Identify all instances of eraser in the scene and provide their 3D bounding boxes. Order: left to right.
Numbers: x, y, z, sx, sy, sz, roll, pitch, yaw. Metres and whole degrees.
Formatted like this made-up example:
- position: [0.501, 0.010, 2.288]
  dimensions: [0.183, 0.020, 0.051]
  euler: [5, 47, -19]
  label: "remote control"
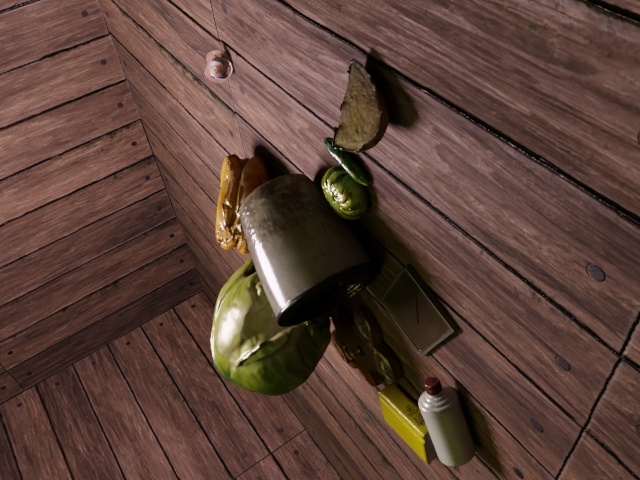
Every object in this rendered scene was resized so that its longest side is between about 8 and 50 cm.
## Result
- position: [0.272, 0.550, 1.812]
  dimensions: [0.226, 0.069, 0.158]
  euler: [39, 151, 45]
  label: "eraser"

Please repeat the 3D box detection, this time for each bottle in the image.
- position: [0.317, 0.453, 1.528]
  dimensions: [0.104, 0.104, 0.245]
  euler: [20, 136, 61]
  label: "bottle"

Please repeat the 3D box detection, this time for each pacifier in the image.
- position: [-0.293, -0.511, 1.745]
  dimensions: [0.078, 0.081, 0.099]
  euler: [-94, 18, -55]
  label: "pacifier"

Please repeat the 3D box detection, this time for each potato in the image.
- position: [0.097, -0.253, 1.156]
  dimensions: [0.100, 0.089, 0.172]
  euler: [20, 107, 32]
  label: "potato"

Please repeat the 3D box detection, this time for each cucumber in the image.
- position: [0.055, -0.189, 1.371]
  dimensions: [0.168, 0.039, 0.039]
  euler: [50, 158, 17]
  label: "cucumber"

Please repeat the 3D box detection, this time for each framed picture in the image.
- position: [0.232, 0.182, 1.474]
  dimensions: [0.189, 0.023, 0.260]
  euler: [54, 159, 16]
  label: "framed picture"

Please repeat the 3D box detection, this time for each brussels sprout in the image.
- position: [-0.171, 0.275, 1.826]
  dimensions: [0.342, 0.361, 0.425]
  euler: [39, -167, -24]
  label: "brussels sprout"

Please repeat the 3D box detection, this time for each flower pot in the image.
- position: [-0.054, 0.018, 1.564]
  dimensions: [0.330, 0.293, 0.294]
  euler: [59, 161, 19]
  label: "flower pot"

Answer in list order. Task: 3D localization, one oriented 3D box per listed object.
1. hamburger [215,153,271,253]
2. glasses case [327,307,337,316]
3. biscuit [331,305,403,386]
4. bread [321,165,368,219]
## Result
- position: [-0.239, -0.110, 1.872]
  dimensions: [0.290, 0.170, 0.314]
  euler: [102, 171, -59]
  label: "hamburger"
- position: [0.004, 0.198, 1.964]
  dimensions: [0.184, 0.039, 0.078]
  euler: [-170, 79, -68]
  label: "glasses case"
- position: [0.115, 0.353, 1.926]
  dimensions: [0.283, 0.064, 0.432]
  euler: [61, 160, 0]
  label: "biscuit"
- position: [0.054, -0.112, 1.434]
  dimensions: [0.139, 0.071, 0.130]
  euler: [59, 164, 3]
  label: "bread"
